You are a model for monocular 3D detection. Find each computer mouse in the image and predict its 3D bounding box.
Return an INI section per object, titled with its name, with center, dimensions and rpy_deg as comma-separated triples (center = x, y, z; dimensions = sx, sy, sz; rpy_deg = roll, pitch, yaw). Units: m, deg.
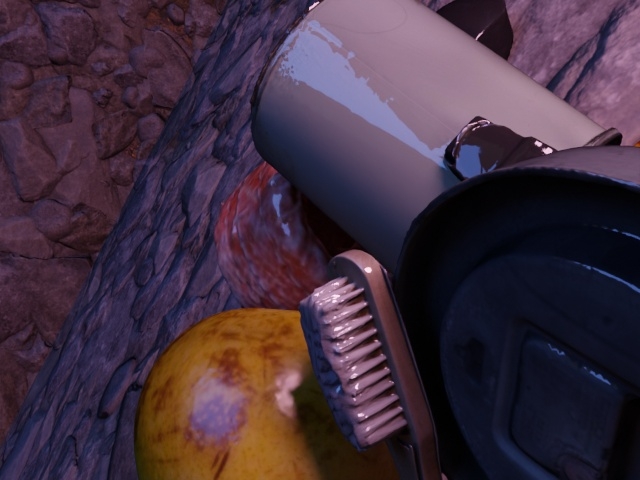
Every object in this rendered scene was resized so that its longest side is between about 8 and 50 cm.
[computer mouse]
center = 0.155, -0.228, 0.919
dimensions = 0.295, 0.087, 0.168
rpy_deg = -60, 31, 1

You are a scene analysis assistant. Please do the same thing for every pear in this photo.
[pear]
center = -0.049, 0.199, 0.640
dimensions = 0.281, 0.280, 0.281
rpy_deg = -39, 33, 32

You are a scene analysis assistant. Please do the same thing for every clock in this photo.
[clock]
center = 0.167, 0.100, 0.380
dimensions = 0.066, 0.319, 0.319
rpy_deg = -24, 12, -29

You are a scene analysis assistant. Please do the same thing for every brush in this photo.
[brush]
center = 0.056, 0.169, 0.487
dimensions = 0.065, 0.327, 0.070
rpy_deg = -22, 7, -25

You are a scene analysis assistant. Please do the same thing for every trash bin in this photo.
[trash bin]
center = 0.099, -0.084, 0.610
dimensions = 0.262, 0.277, 0.217
rpy_deg = 43, 88, 20

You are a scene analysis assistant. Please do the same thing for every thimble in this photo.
[thimble]
center = 0.000, 0.000, 0.795
dimensions = 0.162, 0.239, 0.239
rpy_deg = -38, 34, 41

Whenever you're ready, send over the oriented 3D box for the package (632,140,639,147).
[package]
center = 0.306, -0.080, 0.587
dimensions = 0.110, 0.033, 0.077
rpy_deg = -42, 22, 19
